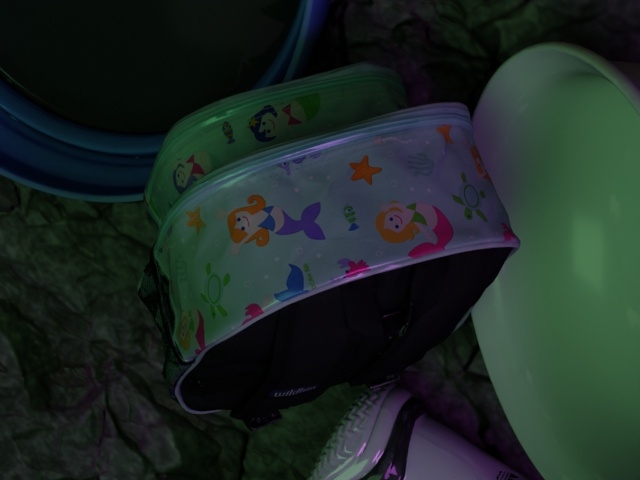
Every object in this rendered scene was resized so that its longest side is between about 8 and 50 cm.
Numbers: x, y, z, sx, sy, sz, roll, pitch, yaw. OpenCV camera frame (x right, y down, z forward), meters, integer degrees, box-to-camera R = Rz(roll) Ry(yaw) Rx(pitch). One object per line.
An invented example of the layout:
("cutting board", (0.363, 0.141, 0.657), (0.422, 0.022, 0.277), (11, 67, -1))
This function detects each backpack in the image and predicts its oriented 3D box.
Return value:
("backpack", (0.000, 0.000, 0.956), (0.253, 0.225, 0.191), (131, 122, -72))

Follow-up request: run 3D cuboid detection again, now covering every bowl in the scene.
("bowl", (-0.168, -0.221, 1.058), (0.391, 0.077, 0.391), (9, 115, 20))
("bowl", (0.208, 0.020, 0.923), (0.134, 0.298, 0.298), (-11, 114, -18))

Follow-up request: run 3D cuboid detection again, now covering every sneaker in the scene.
("sneaker", (0.066, 0.297, 1.141), (0.210, 0.137, 0.366), (25, 117, 15))
